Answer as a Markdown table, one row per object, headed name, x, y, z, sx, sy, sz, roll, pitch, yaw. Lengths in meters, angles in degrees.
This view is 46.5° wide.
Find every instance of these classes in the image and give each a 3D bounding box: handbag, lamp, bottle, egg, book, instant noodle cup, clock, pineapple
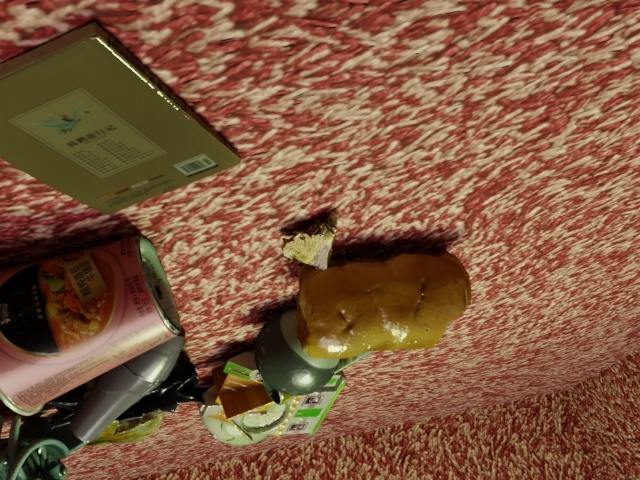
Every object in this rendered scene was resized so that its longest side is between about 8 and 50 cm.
| name | x | y | z | sx | sy | sz | roll | pitch | yaw |
| --- | --- | --- | --- | --- | --- | --- | --- | --- | --- |
| handbag | -0.428 | 0.337 | 1.651 | 0.326 | 0.118 | 0.269 | -9 | 176 | -15 |
| lamp | -0.025 | 0.181 | 1.558 | 0.182 | 0.182 | 0.314 | 5 | 119 | -37 |
| bottle | 0.006 | 0.280 | 1.733 | 0.286 | 0.082 | 0.082 | -25 | 164 | -27 |
| egg | -0.225 | 0.450 | 1.986 | 0.183 | 0.183 | 0.217 | -27 | 141 | 29 |
| book | -0.255 | -0.120 | 0.866 | 0.217 | 0.021 | 0.310 | -19 | 156 | 14 |
| instant noodle cup | -0.356 | 0.109 | 1.116 | 0.255 | 0.244 | 0.244 | -22 | 157 | -2 |
| clock | -0.131 | 0.373 | 1.820 | 0.310 | 0.166 | 0.235 | 6 | 126 | -30 |
| pineapple | 0.000 | 0.000 | 1.223 | 0.114 | 0.077 | 0.114 | -1 | 141 | -36 |

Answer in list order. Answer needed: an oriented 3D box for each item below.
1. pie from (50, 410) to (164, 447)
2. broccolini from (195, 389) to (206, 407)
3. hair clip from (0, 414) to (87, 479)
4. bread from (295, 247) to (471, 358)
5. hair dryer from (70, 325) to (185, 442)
| name | x | y | z | sx | sy | sz | roll | pitch | yaw |
| --- | --- | --- | --- | --- | --- | --- | --- | --- | --- |
| pie | -0.607 | 0.521 | 2.066 | 0.338 | 0.075 | 0.337 | -11 | 157 | -5 |
| broccolini | -0.344 | 0.430 | 2.022 | 0.074 | 0.058 | 0.201 | -29 | 154 | 18 |
| hair clip | -0.715 | 0.527 | 1.765 | 0.318 | 0.392 | 0.238 | -8 | 152 | 30 |
| bread | 0.118 | 0.118 | 1.396 | 0.344 | 0.149 | 0.195 | -6 | 113 | -19 |
| hair dryer | -0.463 | 0.221 | 1.395 | 0.361 | 0.121 | 0.301 | 33 | 104 | -38 |
